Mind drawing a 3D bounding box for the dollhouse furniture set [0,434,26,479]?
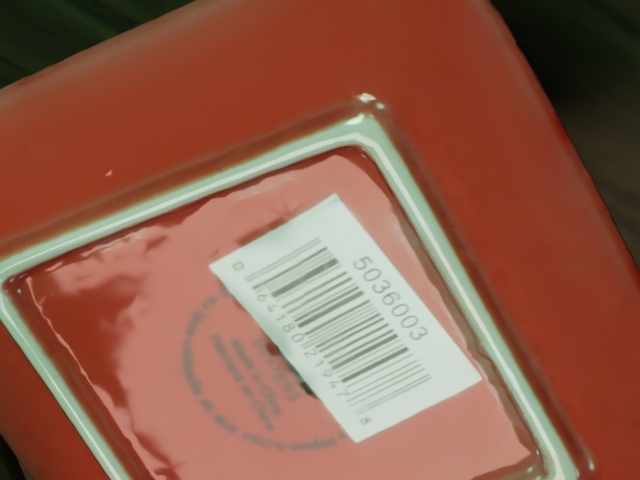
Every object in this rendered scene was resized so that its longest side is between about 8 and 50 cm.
[{"bbox_3d":[-0.137,0.115,0.498,0.174,0.303,0.355,-30,156,3],"label":"dollhouse furniture set"}]

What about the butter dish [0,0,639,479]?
[{"bbox_3d":[0.000,0.000,0.469,0.160,0.118,0.160,-20,115,23],"label":"butter dish"}]
